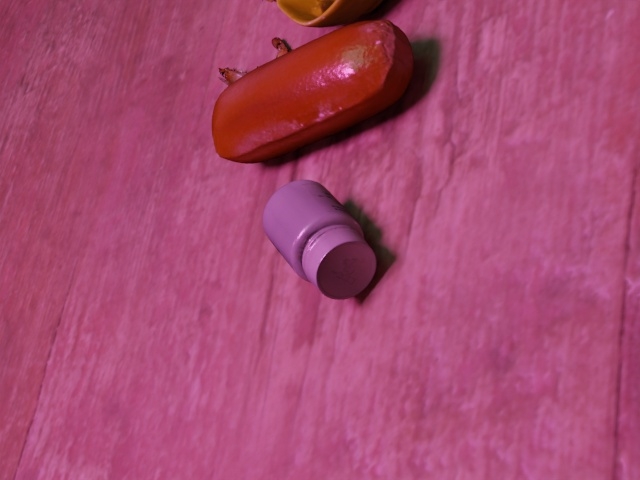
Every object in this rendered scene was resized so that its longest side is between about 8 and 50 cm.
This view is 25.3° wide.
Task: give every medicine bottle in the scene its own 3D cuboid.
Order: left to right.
[{"bbox_3d":[0.000,0.000,1.425,0.080,0.080,0.130,-52,37,9],"label":"medicine bottle"}]

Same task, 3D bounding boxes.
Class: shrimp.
[{"bbox_3d":[-0.078,-0.212,1.722,0.114,0.023,0.083,20,78,48],"label":"shrimp"}]

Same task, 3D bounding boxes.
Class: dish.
[{"bbox_3d":[0.035,-0.307,1.595,0.207,0.080,0.149,-29,56,50],"label":"dish"}]

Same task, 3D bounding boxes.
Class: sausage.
[{"bbox_3d":[-0.013,-0.158,1.541,0.274,0.105,0.105,-19,51,41],"label":"sausage"}]

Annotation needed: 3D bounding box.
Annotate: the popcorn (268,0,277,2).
[{"bbox_3d":[-0.034,-0.322,1.716,0.084,0.084,0.084,-29,45,34],"label":"popcorn"}]
